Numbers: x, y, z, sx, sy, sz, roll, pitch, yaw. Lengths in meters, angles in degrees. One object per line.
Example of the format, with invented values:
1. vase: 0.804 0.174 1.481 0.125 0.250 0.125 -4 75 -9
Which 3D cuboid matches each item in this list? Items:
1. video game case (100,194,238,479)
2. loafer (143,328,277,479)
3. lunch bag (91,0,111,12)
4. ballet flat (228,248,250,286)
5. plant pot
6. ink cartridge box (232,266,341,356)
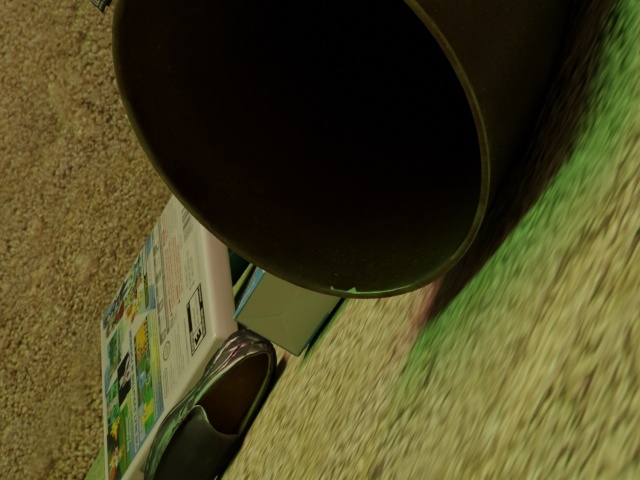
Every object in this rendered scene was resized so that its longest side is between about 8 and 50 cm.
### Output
1. video game case: -0.185 0.108 1.941 0.300 0.036 0.329 -57 27 32
2. loafer: -0.090 0.148 1.314 0.170 0.062 0.061 -63 11 -4
3. lunch bag: -0.006 -0.241 1.197 0.305 0.256 0.212 -45 10 11
4. ballet flat: -0.171 0.057 2.135 0.348 0.123 0.123 -59 6 7
5. plant pot: 0.043 -0.123 0.875 0.230 0.215 0.215 -47 -5 -41
6. ink cartridge box: 0.003 -0.012 1.259 0.104 0.061 0.181 -56 7 38
